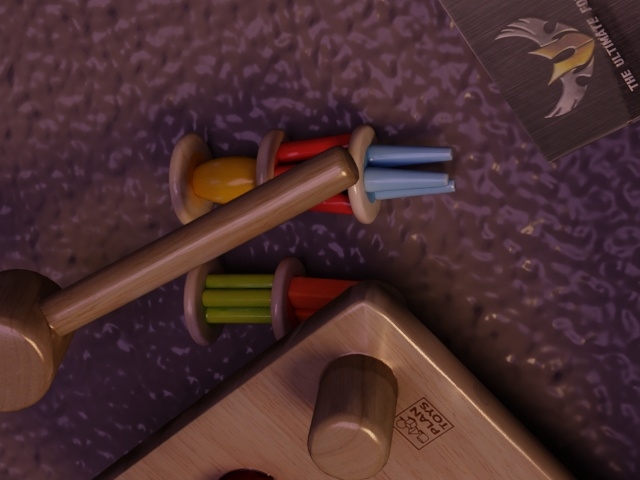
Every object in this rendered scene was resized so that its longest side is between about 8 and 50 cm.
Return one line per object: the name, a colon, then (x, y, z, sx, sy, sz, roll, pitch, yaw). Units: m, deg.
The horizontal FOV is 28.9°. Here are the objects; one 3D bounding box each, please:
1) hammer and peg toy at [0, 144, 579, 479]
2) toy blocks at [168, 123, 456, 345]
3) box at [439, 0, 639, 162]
hammer and peg toy: (-0.015, 0.135, 0.629, 0.266, 0.127, 0.361, -37, 107, 24)
toy blocks: (0.000, 0.000, 0.664, 0.148, 0.054, 0.123, 0, 106, 19)
box: (0.106, -0.166, 0.458, 0.183, 0.056, 0.231, -27, 114, 23)
